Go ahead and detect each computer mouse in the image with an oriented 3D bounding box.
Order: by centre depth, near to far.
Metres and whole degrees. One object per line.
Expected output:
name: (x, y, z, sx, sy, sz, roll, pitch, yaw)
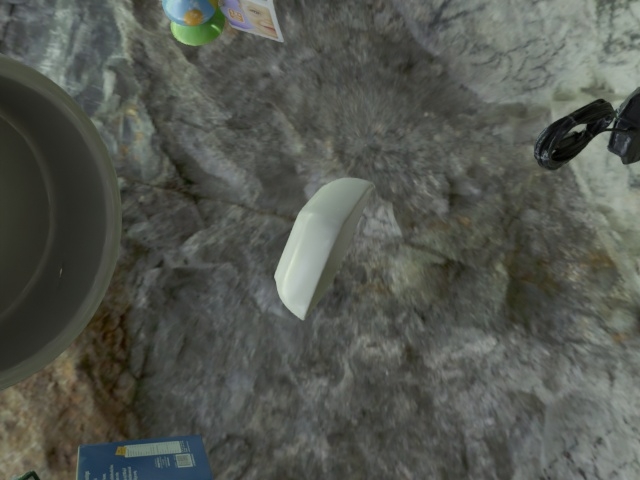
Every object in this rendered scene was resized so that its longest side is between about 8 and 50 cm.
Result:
computer mouse: (0.241, -0.098, 0.742, 0.041, 0.242, 0.071, 44, -55, 28)

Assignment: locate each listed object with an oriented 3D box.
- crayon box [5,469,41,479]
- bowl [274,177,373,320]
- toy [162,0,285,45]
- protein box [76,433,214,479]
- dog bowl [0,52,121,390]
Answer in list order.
crayon box: (-0.456, 0.387, 0.823, 0.313, 0.363, 0.106, -24, -81, 33)
bowl: (0.000, 0.000, 0.972, 0.053, 0.142, 0.142, 27, -60, 8)
toy: (-0.107, -0.198, 0.563, 0.136, 0.237, 0.056, 22, -105, 14)
protein box: (-0.275, 0.409, 1.383, 0.201, 0.200, 0.136, -2, -80, -14)
dog bowl: (-0.335, -0.016, 0.797, 0.102, 0.348, 0.349, 8, -81, 45)
